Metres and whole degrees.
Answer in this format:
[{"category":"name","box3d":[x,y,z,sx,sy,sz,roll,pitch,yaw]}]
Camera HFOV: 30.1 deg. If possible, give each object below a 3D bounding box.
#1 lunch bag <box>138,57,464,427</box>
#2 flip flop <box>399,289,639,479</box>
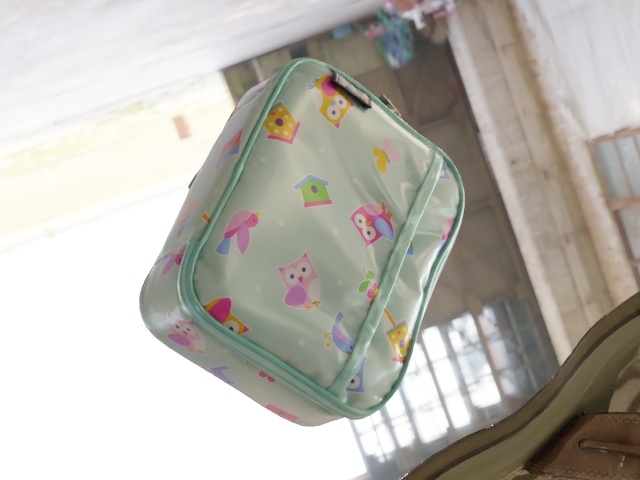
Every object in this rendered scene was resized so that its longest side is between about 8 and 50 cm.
[{"category":"lunch bag","box3d":[0.000,0.000,0.982,0.108,0.224,0.279,-27,-147,56]},{"category":"flip flop","box3d":[0.139,0.107,0.581,0.277,0.080,0.112,-36,138,9]}]
